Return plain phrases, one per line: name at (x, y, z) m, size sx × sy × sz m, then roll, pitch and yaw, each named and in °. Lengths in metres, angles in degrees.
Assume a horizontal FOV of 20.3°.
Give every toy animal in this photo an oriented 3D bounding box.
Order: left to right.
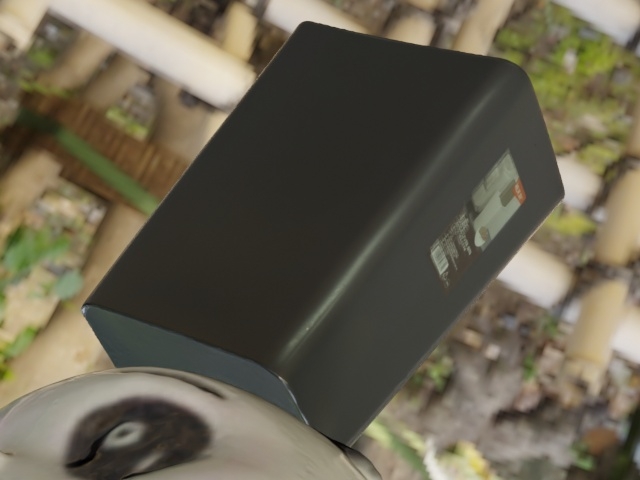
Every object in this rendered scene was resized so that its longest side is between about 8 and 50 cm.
toy animal at (-0.070, 0.197, 0.666) m, size 0.251 × 0.310 × 0.251 m, roll 1°, pitch 140°, yaw 1°

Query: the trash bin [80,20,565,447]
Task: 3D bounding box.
trash bin at (0.000, 0.000, 0.983) m, size 0.165 × 0.225 × 0.115 m, roll 17°, pitch 144°, yaw 36°
